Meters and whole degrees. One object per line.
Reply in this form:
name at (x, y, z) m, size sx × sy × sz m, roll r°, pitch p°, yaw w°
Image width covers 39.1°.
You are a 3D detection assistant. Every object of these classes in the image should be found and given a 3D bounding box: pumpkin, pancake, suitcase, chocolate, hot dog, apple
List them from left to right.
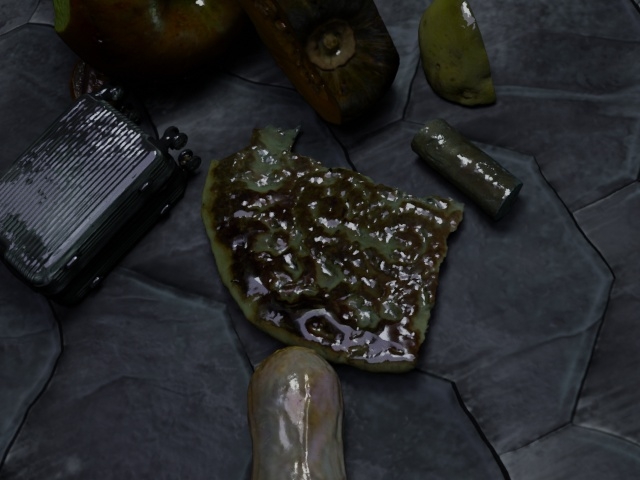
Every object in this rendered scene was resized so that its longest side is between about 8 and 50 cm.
suitcase at (-0.348, -0.071, 1.321) m, size 0.202 × 0.128 × 0.312 m, roll 38°, pitch 79°, yaw 23°
hot dog at (-0.355, -0.271, 1.449) m, size 0.090 × 0.060 × 0.140 m, roll 11°, pitch 66°, yaw 11°
apple at (-0.269, -0.439, 1.357) m, size 0.374 × 0.374 × 0.384 m, roll 41°, pitch 108°, yaw 24°
chocolate at (-0.025, 0.277, 1.105) m, size 0.134 × 0.134 × 0.309 m, roll -5°, pitch 66°, yaw 9°
pumpkin at (-0.019, -0.318, 1.269) m, size 0.139 × 0.317 × 0.222 m, roll -42°, pitch 46°, yaw -2°
pancake at (-0.002, 0.005, 1.269) m, size 0.427 × 0.067 × 0.305 m, roll 27°, pitch 67°, yaw 22°

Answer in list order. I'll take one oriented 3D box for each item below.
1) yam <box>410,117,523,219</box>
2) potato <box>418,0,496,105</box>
yam at (0.206, -0.101, 1.261) m, size 0.068 × 0.068 × 0.169 m, roll -41°, pitch 64°, yaw -8°
potato at (0.191, -0.275, 1.309) m, size 0.081 × 0.120 × 0.149 m, roll -22°, pitch 64°, yaw 0°
